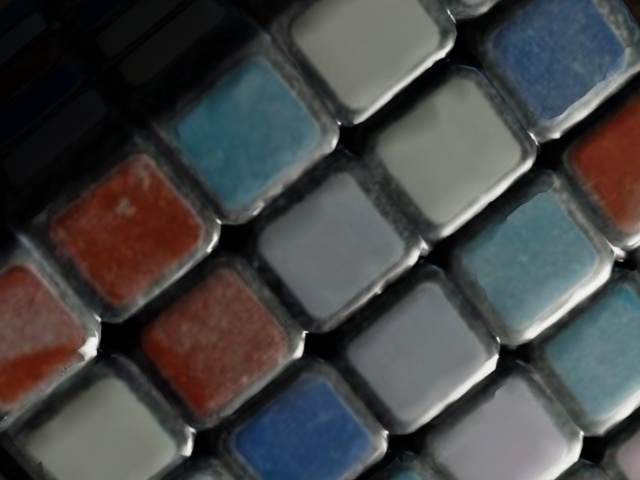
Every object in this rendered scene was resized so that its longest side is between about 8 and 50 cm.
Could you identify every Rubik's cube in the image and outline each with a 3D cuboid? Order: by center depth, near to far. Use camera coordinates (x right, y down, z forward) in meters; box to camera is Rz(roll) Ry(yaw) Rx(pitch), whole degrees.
[{"bbox_3d":[0.000,0.000,0.793,0.292,0.287,0.293,51,-1,-25],"label":"Rubik's cube"}]

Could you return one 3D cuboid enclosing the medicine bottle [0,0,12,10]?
[{"bbox_3d":[-0.067,-0.051,1.056,0.325,0.256,0.256,50,-1,-12],"label":"medicine bottle"}]
